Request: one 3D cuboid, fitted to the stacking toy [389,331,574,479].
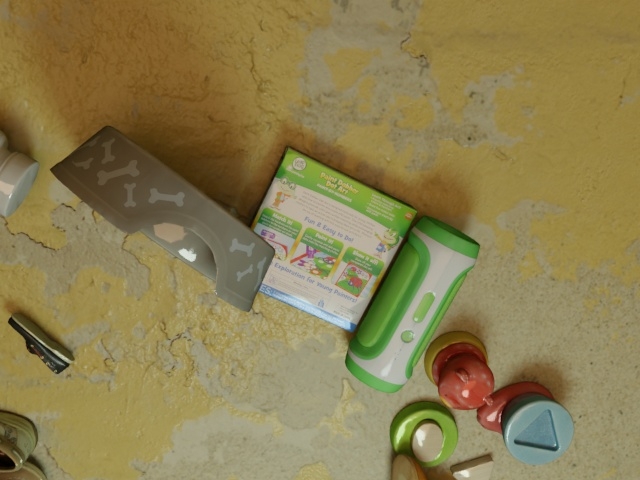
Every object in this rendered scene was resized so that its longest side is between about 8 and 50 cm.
[{"bbox_3d":[0.294,0.355,1.230,0.309,0.130,0.279,32,100,-12],"label":"stacking toy"}]

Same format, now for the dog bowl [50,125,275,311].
[{"bbox_3d":[-0.215,-0.036,0.984,0.349,0.349,0.102,38,86,-13],"label":"dog bowl"}]

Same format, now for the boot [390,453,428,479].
[{"bbox_3d":[0.260,0.526,1.268,0.211,0.104,0.295,-11,84,-26],"label":"boot"}]

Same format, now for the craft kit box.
[{"bbox_3d":[0.000,0.000,1.151,0.250,0.061,0.246,25,104,-11],"label":"craft kit box"}]

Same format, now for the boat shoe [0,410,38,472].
[{"bbox_3d":[-0.647,0.332,1.161,0.285,0.089,0.104,13,104,-8],"label":"boat shoe"}]

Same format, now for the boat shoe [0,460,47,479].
[{"bbox_3d":[-0.641,0.529,1.203,0.341,0.110,0.121,-37,105,5],"label":"boat shoe"}]

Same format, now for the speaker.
[{"bbox_3d":[0.155,0.111,1.154,0.131,0.131,0.296,25,101,-11],"label":"speaker"}]

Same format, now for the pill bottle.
[{"bbox_3d":[-0.571,-0.136,1.020,0.246,0.136,0.136,28,101,-11],"label":"pill bottle"}]

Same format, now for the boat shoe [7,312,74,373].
[{"bbox_3d":[-0.490,0.179,1.156,0.042,0.049,0.133,-43,109,-2],"label":"boat shoe"}]
